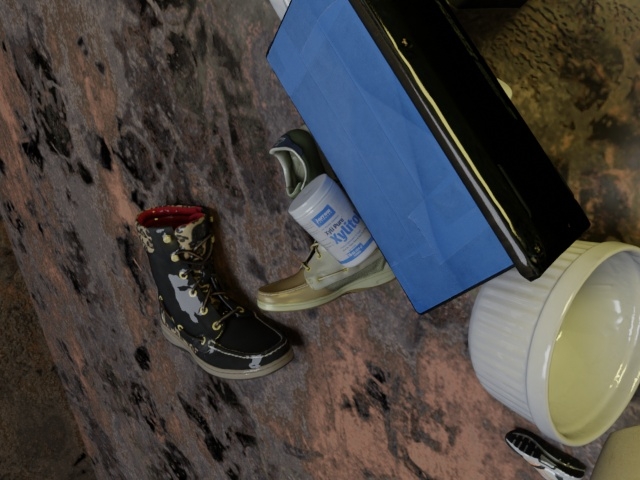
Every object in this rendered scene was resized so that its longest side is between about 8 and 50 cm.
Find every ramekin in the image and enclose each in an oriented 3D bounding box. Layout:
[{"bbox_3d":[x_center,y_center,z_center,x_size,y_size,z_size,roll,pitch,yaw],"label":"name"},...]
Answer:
[{"bbox_3d":[0.248,0.095,0.655,0.109,0.207,0.207,18,126,51],"label":"ramekin"}]

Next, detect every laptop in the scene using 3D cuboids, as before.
[{"bbox_3d":[0.019,-0.111,0.542,0.236,0.408,0.382,-35,80,26],"label":"laptop"}]

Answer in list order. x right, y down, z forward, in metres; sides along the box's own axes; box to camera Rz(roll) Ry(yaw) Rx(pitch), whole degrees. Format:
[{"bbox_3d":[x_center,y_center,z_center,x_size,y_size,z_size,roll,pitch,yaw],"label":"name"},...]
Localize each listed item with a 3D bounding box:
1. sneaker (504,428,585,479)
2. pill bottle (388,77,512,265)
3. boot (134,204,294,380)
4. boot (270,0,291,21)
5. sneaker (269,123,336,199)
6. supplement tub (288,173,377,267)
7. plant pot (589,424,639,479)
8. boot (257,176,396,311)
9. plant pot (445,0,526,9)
[{"bbox_3d":[0.297,0.299,0.851,0.109,0.040,0.044,30,134,33],"label":"sneaker"},{"bbox_3d":[0.145,-0.076,0.719,0.121,0.121,0.216,32,133,30],"label":"pill bottle"},{"bbox_3d":[-0.217,0.091,1.207,0.377,0.138,0.284,16,124,47],"label":"boot"},{"bbox_3d":[0.021,-0.281,0.767,0.123,0.095,0.258,-14,105,37],"label":"boot"},{"bbox_3d":[-0.013,-0.070,0.918,0.064,0.086,0.192,-16,101,50],"label":"sneaker"},{"bbox_3d":[0.020,-0.024,0.792,0.107,0.071,0.071,43,144,-17],"label":"supplement tub"},{"bbox_3d":[0.375,0.272,0.606,0.284,0.284,0.191,-40,51,51],"label":"plant pot"},{"bbox_3d":[0.000,0.000,0.866,0.077,0.213,0.165,-139,34,-68],"label":"boot"},{"bbox_3d":[0.154,-0.325,0.522,0.167,0.187,0.188,-37,85,38],"label":"plant pot"}]
